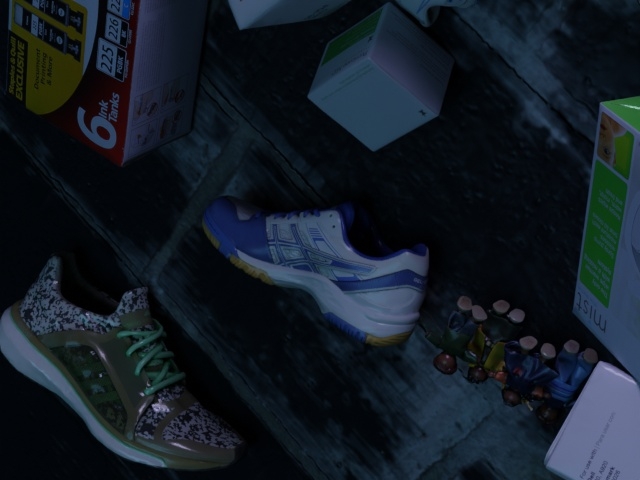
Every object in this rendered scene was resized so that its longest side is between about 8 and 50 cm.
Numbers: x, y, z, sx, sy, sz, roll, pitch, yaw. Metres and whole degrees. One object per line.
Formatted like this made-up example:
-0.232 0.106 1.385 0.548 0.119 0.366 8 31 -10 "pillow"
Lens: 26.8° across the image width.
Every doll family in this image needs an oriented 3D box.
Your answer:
0.208 0.136 1.450 0.193 0.076 0.111 32 125 18 "doll family"

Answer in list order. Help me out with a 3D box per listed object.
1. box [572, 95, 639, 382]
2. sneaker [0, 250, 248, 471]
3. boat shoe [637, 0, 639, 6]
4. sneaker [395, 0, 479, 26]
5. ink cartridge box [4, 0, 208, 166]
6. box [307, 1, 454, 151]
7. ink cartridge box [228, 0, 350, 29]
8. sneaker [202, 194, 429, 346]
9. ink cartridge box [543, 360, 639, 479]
0.346 0.025 1.162 0.262 0.127 0.231 -126 32 -53 "box"
-0.260 0.158 1.810 0.410 0.158 0.182 32 113 15 "sneaker"
0.276 -0.255 1.196 0.038 0.046 0.125 -16 100 43 "boat shoe"
0.137 -0.272 1.293 0.083 0.071 0.191 49 143 -2 "sneaker"
-0.273 -0.289 1.567 0.272 0.130 0.309 31 130 24 "ink cartridge box"
0.062 -0.165 1.368 0.102 0.087 0.101 37 140 -25 "box"
-0.032 -0.372 1.285 0.207 0.117 0.283 -25 85 51 "ink cartridge box"
0.000 0.000 1.541 0.296 0.112 0.131 28 111 23 "sneaker"
0.376 0.227 1.258 0.278 0.201 0.117 27 93 25 "ink cartridge box"
